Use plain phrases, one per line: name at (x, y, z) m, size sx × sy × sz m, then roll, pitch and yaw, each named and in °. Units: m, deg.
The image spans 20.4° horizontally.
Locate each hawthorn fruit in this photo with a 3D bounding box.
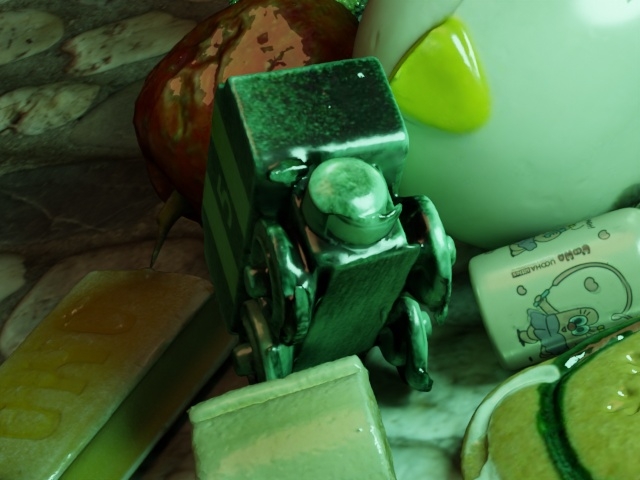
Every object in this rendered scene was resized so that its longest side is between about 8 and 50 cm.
hawthorn fruit at (-0.045, -0.113, 1.682) m, size 0.261 × 0.258 × 0.258 m, roll -6°, pitch 28°, yaw -9°

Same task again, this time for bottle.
bottle at (0.230, 0.028, 1.416) m, size 0.209 × 0.097 × 0.110 m, roll -18°, pitch 1°, yaw 9°

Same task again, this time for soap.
soap at (-0.213, 0.143, 1.561) m, size 0.173 × 0.089 × 0.274 m, roll 1°, pitch 39°, yaw 37°

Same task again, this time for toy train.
toy train at (0.000, 0.000, 1.416) m, size 0.166 × 0.299 × 0.238 m, roll -10°, pitch 60°, yaw -16°

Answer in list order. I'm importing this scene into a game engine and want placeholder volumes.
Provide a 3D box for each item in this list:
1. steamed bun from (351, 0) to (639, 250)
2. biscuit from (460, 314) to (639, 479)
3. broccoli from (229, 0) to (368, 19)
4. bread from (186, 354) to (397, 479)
steamed bun at (0.203, -0.165, 1.503) m, size 0.374 × 0.334 × 0.334 m, roll -46°, pitch 32°, yaw -3°
biscuit at (0.266, 0.134, 1.250) m, size 0.343 × 0.057 × 0.287 m, roll -21°, pitch 29°, yaw 7°
broccoli at (-0.030, -0.314, 2.080) m, size 0.226 × 0.176 × 0.198 m, roll -14°, pitch 35°, yaw -15°
bread at (-0.014, 0.174, 1.316) m, size 0.141 × 0.134 × 0.148 m, roll -17°, pitch 44°, yaw 6°
